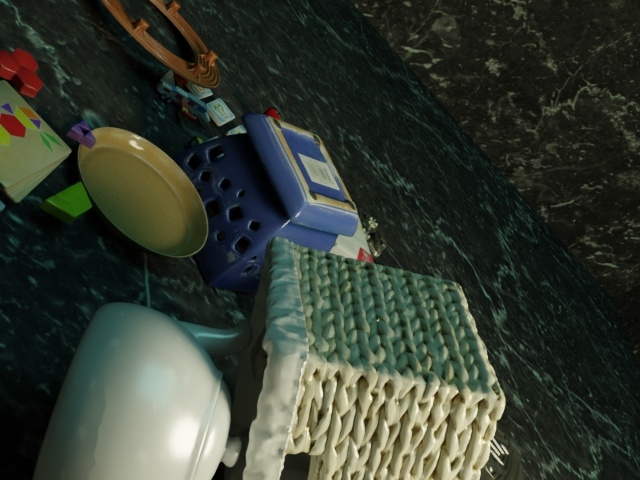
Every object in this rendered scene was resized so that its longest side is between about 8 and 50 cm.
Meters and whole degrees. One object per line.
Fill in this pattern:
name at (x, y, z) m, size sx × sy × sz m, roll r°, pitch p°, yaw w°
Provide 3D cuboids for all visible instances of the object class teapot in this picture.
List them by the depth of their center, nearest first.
teapot at (-0.174, 0.198, 1.063) m, size 0.187 × 0.256 × 0.252 m, roll 19°, pitch 2°, yaw -4°

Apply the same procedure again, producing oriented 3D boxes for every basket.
basket at (0.032, 0.216, 1.229) m, size 0.266 × 0.328 × 0.331 m, roll 10°, pitch 20°, yaw -6°

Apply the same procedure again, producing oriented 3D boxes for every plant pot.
plant pot at (-0.267, -0.065, 1.534) m, size 0.236 × 0.032 × 0.236 m, roll 37°, pitch 30°, yaw -26°
plant pot at (-0.086, -0.064, 1.699) m, size 0.236 × 0.212 × 0.236 m, roll 13°, pitch 46°, yaw -59°

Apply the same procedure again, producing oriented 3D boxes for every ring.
ring at (-0.303, -0.414, 1.918) m, size 0.336 × 0.032 × 0.336 m, roll 45°, pitch 16°, yaw -16°

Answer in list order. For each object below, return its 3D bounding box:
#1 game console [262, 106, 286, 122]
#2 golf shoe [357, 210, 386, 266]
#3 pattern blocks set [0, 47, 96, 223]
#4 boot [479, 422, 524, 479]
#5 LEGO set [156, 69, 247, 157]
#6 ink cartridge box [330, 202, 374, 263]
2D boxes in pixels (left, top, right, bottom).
game console at (-0.066, -0.198, 2.107) m, size 0.085 × 0.124 × 0.144 m, roll -34°, pitch 89°, yaw -42°
golf shoe at (0.076, 0.072, 1.965) m, size 0.105 × 0.120 × 0.273 m, roll 29°, pitch 35°, yaw -41°
pattern blocks set at (-0.411, -0.135, 1.349) m, size 0.285 × 0.026 × 0.325 m, roll 50°, pitch 25°, yaw 3°
boot at (0.108, 0.287, 1.544) m, size 0.348 × 0.260 × 0.131 m, roll 58°, pitch 33°, yaw -2°
LEGO set at (-0.205, -0.233, 1.902) m, size 0.182 × 0.060 × 0.244 m, roll 51°, pitch 22°, yaw -2°
ink cartridge box at (0.000, 0.000, 1.897) m, size 0.128 × 0.127 × 0.176 m, roll 33°, pitch 31°, yaw -43°
